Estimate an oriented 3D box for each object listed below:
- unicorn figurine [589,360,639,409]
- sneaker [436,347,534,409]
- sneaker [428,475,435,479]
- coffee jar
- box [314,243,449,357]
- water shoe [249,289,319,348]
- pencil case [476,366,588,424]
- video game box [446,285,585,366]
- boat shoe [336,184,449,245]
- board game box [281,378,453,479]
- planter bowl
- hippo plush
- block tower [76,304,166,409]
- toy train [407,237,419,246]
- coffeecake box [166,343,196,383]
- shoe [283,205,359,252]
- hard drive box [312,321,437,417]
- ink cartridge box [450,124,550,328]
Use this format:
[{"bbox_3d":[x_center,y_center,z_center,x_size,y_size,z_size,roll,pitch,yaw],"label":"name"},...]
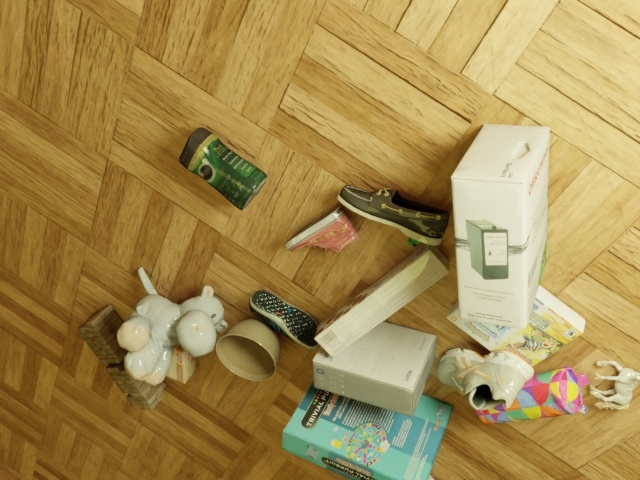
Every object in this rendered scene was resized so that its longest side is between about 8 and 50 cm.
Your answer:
[{"bbox_3d":[0.604,0.286,1.371,0.111,0.060,0.162,12,144,20],"label":"unicorn figurine"},{"bbox_3d":[0.322,0.301,1.454,0.099,0.121,0.262,44,152,-13],"label":"sneaker"},{"bbox_3d":[0.212,0.587,1.764,0.305,0.114,0.152,41,134,-4],"label":"sneaker"},{"bbox_3d":[-0.211,-0.155,1.464,0.184,0.079,0.096,38,136,-3],"label":"coffee jar"},{"bbox_3d":[0.124,0.125,1.429,0.324,0.063,0.067,-41,101,21],"label":"box"},{"bbox_3d":[-0.085,0.194,1.678,0.203,0.073,0.080,38,155,3],"label":"water shoe"},{"bbox_3d":[0.440,0.332,1.452,0.236,0.104,0.104,-23,111,44],"label":"pencil case"},{"bbox_3d":[0.392,0.159,1.393,0.205,0.048,0.187,37,136,-1],"label":"video game box"},{"bbox_3d":[0.142,-0.066,1.342,0.227,0.081,0.069,24,113,16],"label":"boat shoe"},{"bbox_3d":[0.114,0.441,1.615,0.336,0.254,0.079,19,131,15],"label":"board game box"},{"bbox_3d":[-0.168,0.260,1.729,0.162,0.109,0.162,12,130,15],"label":"planter bowl"},{"bbox_3d":[-0.360,0.236,1.764,0.236,0.294,0.234,-5,124,5],"label":"hippo plush"},{"bbox_3d":[-0.590,0.352,2.045,0.097,0.091,0.336,-9,118,33],"label":"block tower"},{"bbox_3d":[0.205,-0.014,1.385,0.023,0.017,0.083,30,134,-9],"label":"toy train"},{"bbox_3d":[-0.448,0.308,1.948,0.185,0.068,0.142,21,131,14],"label":"coffeecake box"},{"bbox_3d":[0.000,0.000,1.474,0.178,0.063,0.081,-31,100,36],"label":"shoe"},{"bbox_3d":[0.123,0.270,1.532,0.232,0.181,0.089,13,129,21],"label":"hard drive box"},{"bbox_3d":[0.316,-0.030,1.182,0.121,0.211,0.289,7,126,26],"label":"ink cartridge box"}]
